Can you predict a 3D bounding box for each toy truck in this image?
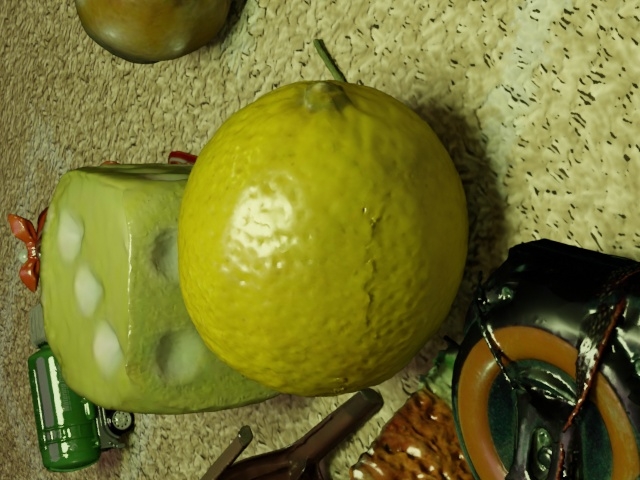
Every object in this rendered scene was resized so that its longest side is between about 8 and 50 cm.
[{"bbox_3d":[-0.338,0.194,1.843,0.101,0.125,0.242,-26,71,59],"label":"toy truck"}]

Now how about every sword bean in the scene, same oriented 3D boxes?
[{"bbox_3d":[0.012,-0.167,1.298,0.083,0.012,0.012,60,142,33],"label":"sword bean"}]

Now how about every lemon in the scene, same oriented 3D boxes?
[{"bbox_3d":[0.001,0.000,1.118,0.267,0.267,0.267,14,107,58],"label":"lemon"}]

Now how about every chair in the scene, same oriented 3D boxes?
[{"bbox_3d":[-0.049,0.308,1.318,0.326,0.176,0.183,-45,65,45],"label":"chair"}]

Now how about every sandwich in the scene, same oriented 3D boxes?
[{"bbox_3d":[0.111,0.237,1.019,0.292,0.212,0.109,47,150,28],"label":"sandwich"}]

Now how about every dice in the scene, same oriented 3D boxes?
[{"bbox_3d":[-0.145,0.041,1.383,0.238,0.227,0.233,15,107,57],"label":"dice"}]

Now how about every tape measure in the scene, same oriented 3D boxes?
[{"bbox_3d":[0.185,0.113,0.919,0.202,0.135,0.222,15,112,48],"label":"tape measure"}]

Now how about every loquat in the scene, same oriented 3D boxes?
[{"bbox_3d":[-0.182,-0.282,1.459,0.227,0.179,0.179,-178,84,-66],"label":"loquat"}]

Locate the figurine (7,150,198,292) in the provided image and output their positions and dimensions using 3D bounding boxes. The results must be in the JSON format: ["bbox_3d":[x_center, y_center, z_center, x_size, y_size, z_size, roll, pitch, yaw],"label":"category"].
[{"bbox_3d":[-0.246,-0.003,1.552,0.160,0.226,0.183,19,111,59],"label":"figurine"}]
